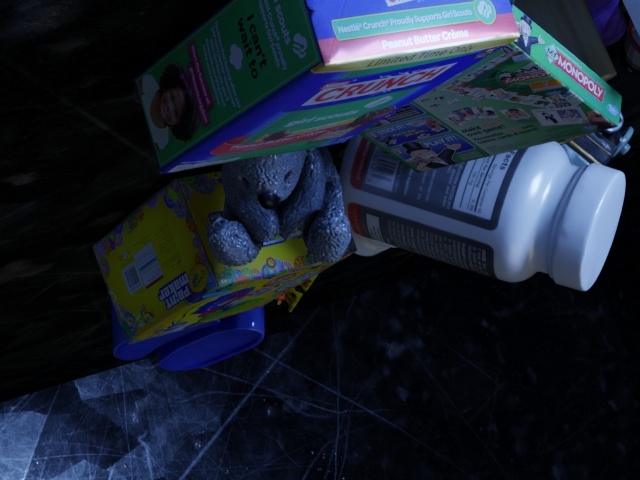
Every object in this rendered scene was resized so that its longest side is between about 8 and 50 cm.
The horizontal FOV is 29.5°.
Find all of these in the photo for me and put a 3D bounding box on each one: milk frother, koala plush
[{"bbox_3d":[0.537,-0.320,1.860,0.143,0.129,0.135,-64,170,-3],"label":"milk frother"},{"bbox_3d":[-0.068,-0.099,1.582,0.196,0.203,0.221,-4,155,9],"label":"koala plush"}]

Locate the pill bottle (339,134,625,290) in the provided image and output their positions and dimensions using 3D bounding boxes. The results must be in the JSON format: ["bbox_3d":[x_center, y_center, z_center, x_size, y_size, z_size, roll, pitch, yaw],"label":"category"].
[{"bbox_3d":[0.225,-0.062,1.715,0.362,0.210,0.210,19,-173,22],"label":"pill bottle"}]

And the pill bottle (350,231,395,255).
[{"bbox_3d":[0.153,-0.084,2.086,0.160,0.160,0.283,-12,167,-43],"label":"pill bottle"}]

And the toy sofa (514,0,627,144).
[{"bbox_3d":[0.353,-0.245,1.659,0.177,0.150,0.362,-22,170,12],"label":"toy sofa"}]

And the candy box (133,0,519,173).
[{"bbox_3d":[0.001,-0.187,1.258,0.268,0.122,0.317,-14,171,-38],"label":"candy box"}]

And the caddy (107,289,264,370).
[{"bbox_3d":[-0.252,0.117,2.308,0.341,0.179,0.241,-25,149,38],"label":"caddy"}]

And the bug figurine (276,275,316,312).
[{"bbox_3d":[0.000,0.000,2.268,0.216,0.072,0.279,-53,179,42],"label":"bug figurine"}]

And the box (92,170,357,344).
[{"bbox_3d":[-0.153,0.011,1.919,0.279,0.177,0.290,-14,169,-40],"label":"box"}]

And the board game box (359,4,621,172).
[{"bbox_3d":[0.168,-0.171,1.466,0.213,0.046,0.317,30,153,-36],"label":"board game box"}]

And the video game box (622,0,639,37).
[{"bbox_3d":[0.419,-0.278,1.445,0.048,0.205,0.187,-29,168,35],"label":"video game box"}]

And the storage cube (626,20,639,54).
[{"bbox_3d":[0.563,-0.293,1.624,0.193,0.184,0.215,-18,153,-21],"label":"storage cube"}]

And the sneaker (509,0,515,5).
[{"bbox_3d":[0.177,-0.277,1.365,0.084,0.058,0.152,-19,172,5],"label":"sneaker"}]

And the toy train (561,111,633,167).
[{"bbox_3d":[0.453,-0.148,2.290,0.190,0.142,0.334,-50,-178,-19],"label":"toy train"}]
